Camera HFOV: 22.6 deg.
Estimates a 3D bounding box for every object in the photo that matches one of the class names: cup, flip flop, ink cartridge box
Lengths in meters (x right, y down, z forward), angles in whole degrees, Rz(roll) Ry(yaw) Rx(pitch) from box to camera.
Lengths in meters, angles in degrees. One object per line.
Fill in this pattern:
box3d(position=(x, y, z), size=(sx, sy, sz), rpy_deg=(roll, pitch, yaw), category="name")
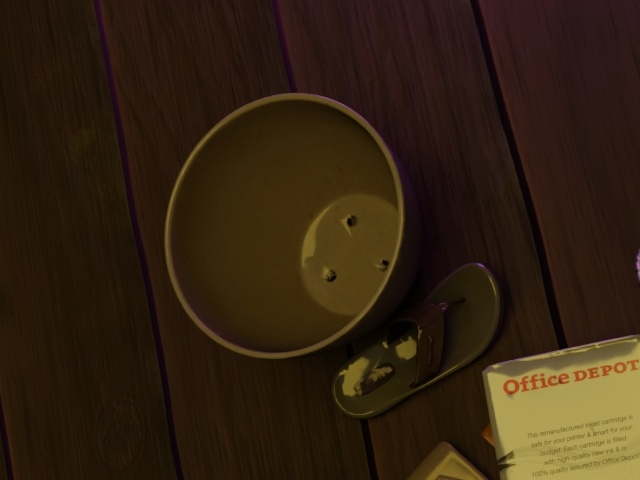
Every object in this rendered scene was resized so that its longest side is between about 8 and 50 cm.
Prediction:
box3d(position=(0.000, 0.000, 2.055), size=(0.331, 0.237, 0.331), rpy_deg=(-5, 78, 25), category="cup")
box3d(position=(0.120, 0.132, 2.056), size=(0.277, 0.080, 0.112), rpy_deg=(-36, 66, 16), category="flip flop")
box3d(position=(0.324, 0.276, 1.887), size=(0.211, 0.121, 0.289), rpy_deg=(-12, 74, 14), category="ink cartridge box")

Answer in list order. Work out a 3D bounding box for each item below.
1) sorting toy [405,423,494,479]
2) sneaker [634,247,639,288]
box3d(position=(0.197, 0.364, 1.999), size=(0.229, 0.041, 0.307), rpy_deg=(42, 93, 24), category="sorting toy")
box3d(position=(0.462, 0.086, 1.844), size=(0.129, 0.111, 0.297), rpy_deg=(-40, 39, 14), category="sneaker")
